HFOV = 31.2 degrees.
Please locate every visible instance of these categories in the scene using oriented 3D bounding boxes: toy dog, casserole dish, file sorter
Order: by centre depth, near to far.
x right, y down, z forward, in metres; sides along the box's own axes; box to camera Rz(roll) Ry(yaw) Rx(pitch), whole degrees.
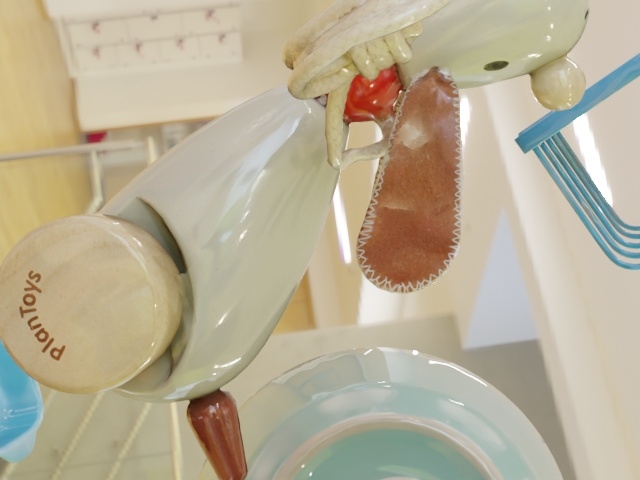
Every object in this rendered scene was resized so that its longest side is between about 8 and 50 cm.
[{"bbox_3d":[0.000,0.000,0.568,0.161,0.334,0.220,56,27,-4],"label":"toy dog"},{"bbox_3d":[0.205,-0.060,0.696,0.104,0.118,0.170,55,18,3],"label":"file sorter"},{"bbox_3d":[-0.245,0.062,0.751,0.114,0.037,0.188,-34,102,-76],"label":"casserole dish"}]

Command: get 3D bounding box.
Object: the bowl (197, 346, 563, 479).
[{"bbox_3d":[0.046,0.222,0.840,0.163,0.312,0.311,82,-1,-76],"label":"bowl"}]
